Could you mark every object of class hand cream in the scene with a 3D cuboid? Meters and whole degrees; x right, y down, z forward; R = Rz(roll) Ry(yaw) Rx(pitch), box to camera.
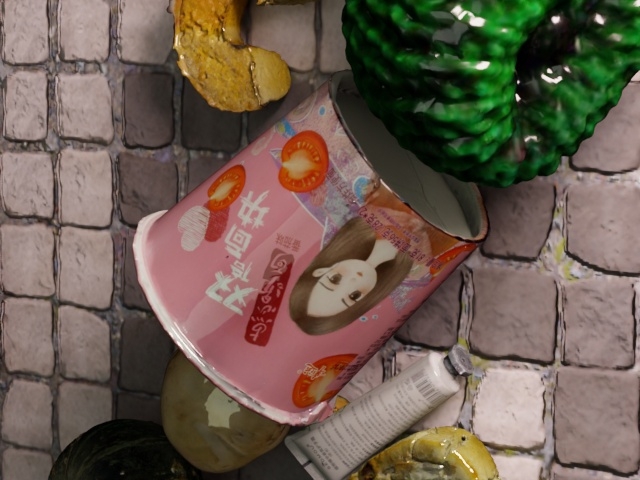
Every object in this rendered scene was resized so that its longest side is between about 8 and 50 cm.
[{"bbox_3d":[0.056,0.158,1.488,0.194,0.042,0.067,-36,100,24],"label":"hand cream"}]

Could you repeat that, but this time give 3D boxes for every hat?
[{"bbox_3d":[0.114,-0.219,1.344,0.274,0.242,0.332,-48,43,5],"label":"hat"}]

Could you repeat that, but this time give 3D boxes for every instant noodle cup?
[{"bbox_3d":[0.000,0.000,1.413,0.231,0.243,0.243,-43,71,23],"label":"instant noodle cup"}]

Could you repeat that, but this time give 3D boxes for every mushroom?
[{"bbox_3d":[-0.089,0.148,1.553,0.148,0.112,0.148,2,93,33],"label":"mushroom"}]

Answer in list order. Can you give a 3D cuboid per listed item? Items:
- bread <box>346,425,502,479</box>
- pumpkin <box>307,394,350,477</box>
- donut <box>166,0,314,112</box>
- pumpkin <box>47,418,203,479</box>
[{"bbox_3d":[0.091,0.237,1.469,0.156,0.064,0.117,-39,72,29],"label":"bread"},{"bbox_3d":[0.012,0.180,1.537,0.050,0.028,0.083,19,109,17],"label":"pumpkin"},{"bbox_3d":[-0.067,-0.215,1.527,0.146,0.078,0.181,35,119,27],"label":"donut"},{"bbox_3d":[-0.194,0.266,1.613,0.190,0.146,0.190,-175,90,-68],"label":"pumpkin"}]
